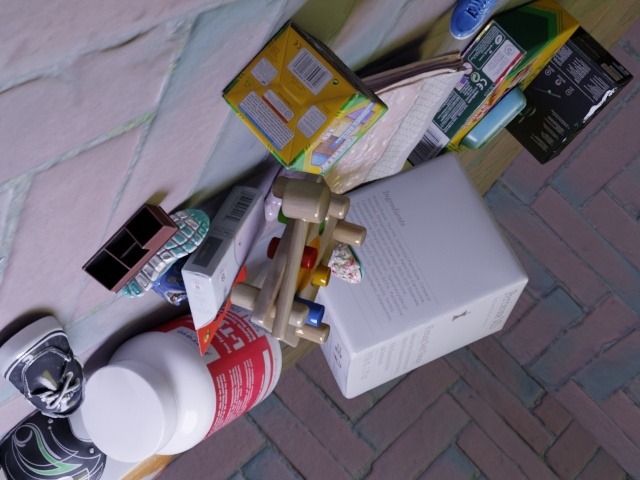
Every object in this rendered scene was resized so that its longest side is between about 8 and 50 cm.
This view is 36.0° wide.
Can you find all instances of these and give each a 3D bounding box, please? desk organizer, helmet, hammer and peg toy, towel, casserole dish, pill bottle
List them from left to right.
[{"bbox_3d":[-0.468,0.389,1.739,0.169,0.161,0.169,-42,170,-9],"label":"helmet"},{"bbox_3d":[-0.258,0.011,1.338,0.130,0.047,0.050,-45,167,8],"label":"desk organizer"},{"bbox_3d":[-0.256,0.263,1.850,0.229,0.229,0.407,-48,169,23],"label":"pill bottle"},{"bbox_3d":[-0.045,0.030,1.561,0.361,0.127,0.266,51,59,-72],"label":"hammer and peg toy"},{"bbox_3d":[0.073,-0.174,1.692,0.317,0.053,0.332,-23,159,-34],"label":"towel"},{"bbox_3d":[0.373,-0.253,2.092,0.188,0.037,0.114,-44,171,15],"label":"casserole dish"}]

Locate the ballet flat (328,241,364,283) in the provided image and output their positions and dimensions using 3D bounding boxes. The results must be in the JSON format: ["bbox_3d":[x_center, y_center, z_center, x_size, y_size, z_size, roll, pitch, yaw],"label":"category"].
[{"bbox_3d":[0.000,0.000,1.810,0.077,0.241,0.091,-19,137,-14],"label":"ballet flat"}]

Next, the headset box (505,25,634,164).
[{"bbox_3d":[0.533,-0.353,2.302,0.283,0.246,0.131,-51,167,34],"label":"headset box"}]

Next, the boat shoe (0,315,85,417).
[{"bbox_3d":[-0.392,0.198,1.425,0.108,0.102,0.301,-39,169,-21],"label":"boat shoe"}]

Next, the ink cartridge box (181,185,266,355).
[{"bbox_3d":[-0.142,0.055,1.567,0.232,0.066,0.189,82,28,-48],"label":"ink cartridge box"}]

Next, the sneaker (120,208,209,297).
[{"bbox_3d":[-0.232,0.013,1.448,0.166,0.065,0.076,-40,-174,0],"label":"sneaker"}]

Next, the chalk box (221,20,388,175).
[{"bbox_3d":[-0.010,-0.176,1.283,0.132,0.132,0.213,-46,168,11],"label":"chalk box"}]

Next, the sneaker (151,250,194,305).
[{"bbox_3d":[-0.208,0.058,1.604,0.083,0.087,0.221,-48,169,27],"label":"sneaker"}]

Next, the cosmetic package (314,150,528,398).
[{"bbox_3d":[0.166,0.077,2.084,0.393,0.327,0.329,-23,158,-10],"label":"cosmetic package"}]

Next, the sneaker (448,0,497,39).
[{"bbox_3d":[0.265,-0.401,1.612,0.152,0.058,0.084,-48,175,4],"label":"sneaker"}]

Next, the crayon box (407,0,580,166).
[{"bbox_3d":[0.356,-0.333,2.107,0.313,0.106,0.363,-31,164,-50],"label":"crayon box"}]

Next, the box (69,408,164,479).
[{"bbox_3d":[-0.433,0.440,2.064,0.215,0.168,0.345,-37,168,-32],"label":"box"}]
